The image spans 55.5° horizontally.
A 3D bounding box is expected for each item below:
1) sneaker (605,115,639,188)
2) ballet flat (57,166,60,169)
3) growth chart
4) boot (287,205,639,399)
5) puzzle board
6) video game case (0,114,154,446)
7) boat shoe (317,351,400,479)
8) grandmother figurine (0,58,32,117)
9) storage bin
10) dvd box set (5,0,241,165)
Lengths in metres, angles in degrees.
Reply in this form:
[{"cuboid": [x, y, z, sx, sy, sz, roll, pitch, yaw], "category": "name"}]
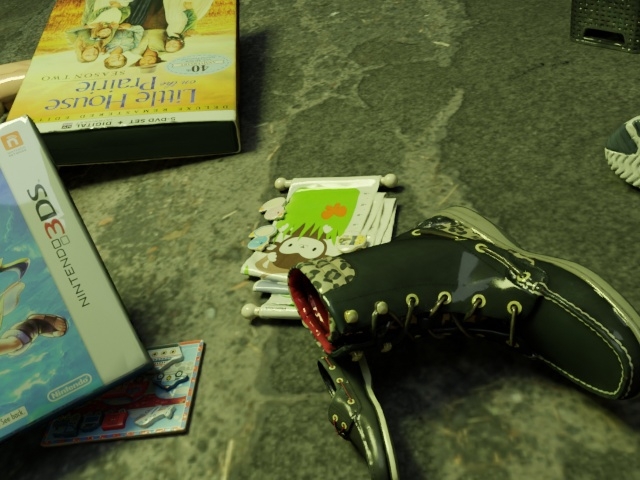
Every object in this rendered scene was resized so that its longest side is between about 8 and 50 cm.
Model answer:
[{"cuboid": [0.410, -0.111, 0.584, 0.235, 0.094, 0.153, -12, 15, 36], "category": "sneaker"}, {"cuboid": [-0.432, -0.176, 0.932, 0.079, 0.077, 0.221, -4, 39, -17], "category": "ballet flat"}, {"cuboid": [0.000, 0.000, 0.631, 0.172, 0.021, 0.237, -5, 39, 14], "category": "growth chart"}, {"cuboid": [0.096, 0.059, 0.451, 0.179, 0.085, 0.236, -16, 33, -22], "category": "boot"}, {"cuboid": [-0.171, 0.131, 0.536, 0.128, 0.011, 0.096, -8, 40, 8], "category": "puzzle board"}, {"cuboid": [-0.314, 0.057, 0.495, 0.270, 0.061, 0.244, -27, 81, -17], "category": "video game case"}, {"cuboid": [0.027, 0.130, 0.444, 0.042, 0.049, 0.133, -14, 32, -5], "category": "boat shoe"}, {"cuboid": [-0.431, -0.323, 1.101, 0.342, 0.104, 0.208, -21, 53, -12], "category": "grandmother figurine"}, {"cuboid": [0.447, -0.343, 0.845, 0.180, 0.084, 0.122, -36, 43, -23], "category": "storage bin"}, {"cuboid": [-0.277, -0.277, 0.932, 0.308, 0.062, 0.420, -4, 48, -2], "category": "dvd box set"}]
